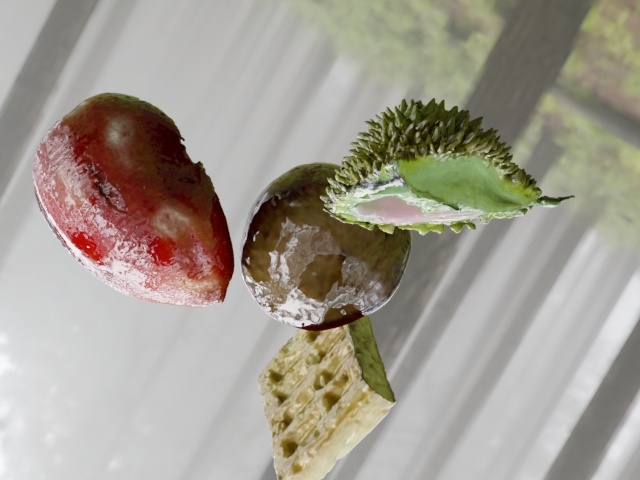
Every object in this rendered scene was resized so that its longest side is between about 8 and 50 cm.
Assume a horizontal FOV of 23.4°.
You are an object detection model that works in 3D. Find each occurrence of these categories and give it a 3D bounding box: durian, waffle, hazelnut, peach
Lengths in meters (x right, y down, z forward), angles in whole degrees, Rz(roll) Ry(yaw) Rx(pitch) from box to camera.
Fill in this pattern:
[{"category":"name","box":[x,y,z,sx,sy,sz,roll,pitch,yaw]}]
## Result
[{"category":"durian","box":[0.088,-0.058,1.216,0.137,0.095,0.221,-9,164,41]},{"category":"waffle","box":[0.003,0.177,1.843,0.057,0.168,0.274,36,-166,-20]},{"category":"hazelnut","box":[0.000,0.000,1.786,0.208,0.208,0.208,28,-172,-4]},{"category":"peach","box":[-0.203,-0.029,1.679,0.267,0.154,0.159,60,148,-1]}]
